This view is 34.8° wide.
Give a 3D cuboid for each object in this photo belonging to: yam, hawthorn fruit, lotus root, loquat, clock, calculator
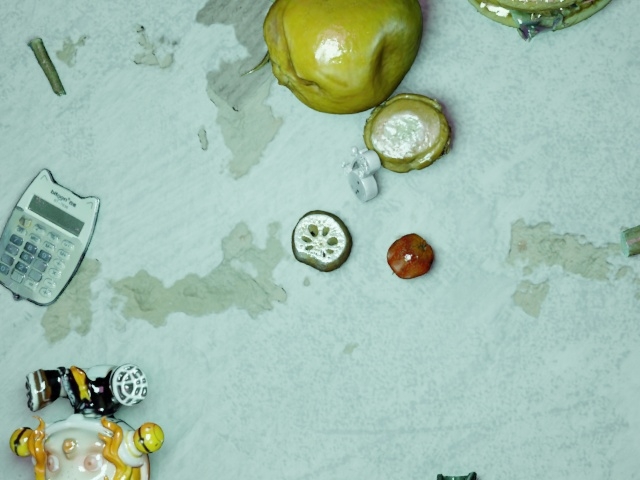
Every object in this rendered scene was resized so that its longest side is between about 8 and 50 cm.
[{"bbox_3d":[-0.552,-0.345,2.061,0.033,0.027,0.129,-24,84,-14],"label":"yam"},{"bbox_3d":[0.614,-0.013,1.857,0.132,0.054,0.054,-20,85,9],"label":"yam"},{"bbox_3d":[0.166,0.034,1.913,0.093,0.093,0.093,0,88,9],"label":"hawthorn fruit"},{"bbox_3d":[0.001,-0.003,1.944,0.122,0.081,0.112,24,85,9],"label":"lotus root"},{"bbox_3d":[0.039,-0.373,1.845,0.276,0.276,0.284,40,82,8],"label":"loquat"},{"bbox_3d":[0.078,-0.131,1.911,0.041,0.129,0.087,-24,65,-20],"label":"clock"},{"bbox_3d":[-0.553,0.003,2.045,0.177,0.040,0.268,30,94,9],"label":"calculator"}]

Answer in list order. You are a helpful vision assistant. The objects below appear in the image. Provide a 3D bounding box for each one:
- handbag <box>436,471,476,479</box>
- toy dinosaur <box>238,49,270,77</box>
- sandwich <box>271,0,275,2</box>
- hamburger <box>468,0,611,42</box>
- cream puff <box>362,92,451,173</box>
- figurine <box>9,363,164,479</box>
[{"bbox_3d":[0.232,0.550,1.795,0.079,0.260,0.248,-1,89,13],"label":"handbag"},{"bbox_3d":[-0.084,-0.375,1.982,0.037,0.058,0.180,44,108,15],"label":"toy dinosaur"},{"bbox_3d":[-0.051,-0.517,1.998,0.074,0.074,0.116,40,127,7],"label":"sandwich"},{"bbox_3d":[0.377,-0.528,1.838,0.276,0.195,0.318,-32,81,10],"label":"hamburger"},{"bbox_3d":[0.163,-0.197,1.899,0.165,0.115,0.150,18,92,8],"label":"cream puff"},{"bbox_3d":[-0.430,0.399,1.938,0.320,0.196,0.323,-4,82,19],"label":"figurine"}]
